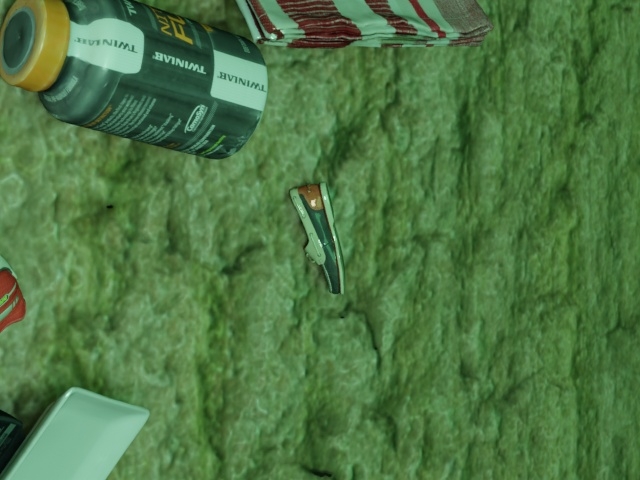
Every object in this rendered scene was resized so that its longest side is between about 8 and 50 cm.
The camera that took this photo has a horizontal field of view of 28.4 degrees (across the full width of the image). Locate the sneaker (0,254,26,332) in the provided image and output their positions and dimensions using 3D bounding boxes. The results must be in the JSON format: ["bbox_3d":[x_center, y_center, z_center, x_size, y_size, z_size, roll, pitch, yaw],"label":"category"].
[{"bbox_3d":[-0.354,0.132,1.105,0.279,0.107,0.118,-54,138,-20],"label":"sneaker"}]

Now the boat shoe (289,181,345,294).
[{"bbox_3d":[0.000,0.000,1.438,0.043,0.049,0.137,-12,109,3],"label":"boat shoe"}]

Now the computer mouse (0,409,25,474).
[{"bbox_3d":[-0.286,0.197,1.164,0.071,0.041,0.242,-53,152,-7],"label":"computer mouse"}]

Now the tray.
[{"bbox_3d":[-0.274,0.250,1.163,0.270,0.030,0.145,-55,154,-1],"label":"tray"}]

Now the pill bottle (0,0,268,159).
[{"bbox_3d":[-0.181,-0.162,1.207,0.245,0.130,0.130,12,86,-41],"label":"pill bottle"}]

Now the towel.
[{"bbox_3d":[0.024,-0.311,1.360,0.329,0.037,0.237,-8,65,-40],"label":"towel"}]
